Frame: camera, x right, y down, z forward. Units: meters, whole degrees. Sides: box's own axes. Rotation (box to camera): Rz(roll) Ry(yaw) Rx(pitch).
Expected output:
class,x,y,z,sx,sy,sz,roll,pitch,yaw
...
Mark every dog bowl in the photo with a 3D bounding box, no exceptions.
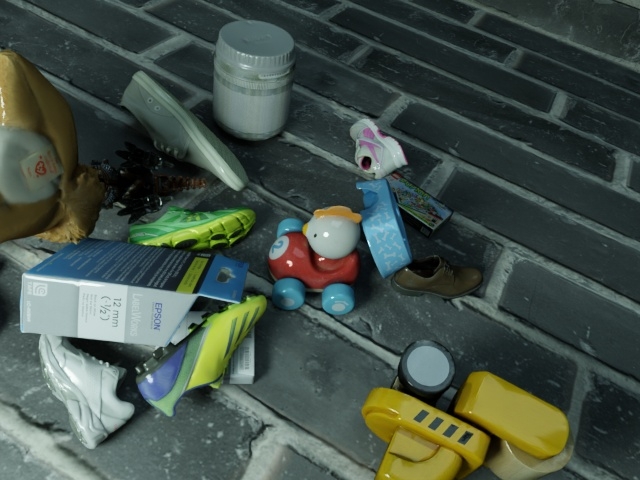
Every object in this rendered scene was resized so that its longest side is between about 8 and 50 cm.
class,x,y,z,sx,sy,sz,roll,pitch,yaw
dog bowl,0.149,-0.040,1.187,0.074,0.166,0.297,-19,30,13

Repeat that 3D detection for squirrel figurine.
class,x,y,z,sx,sy,sz,roll,pitch,yaw
squirrel figurine,-0.599,-0.131,0.886,0.370,0.397,0.281,10,76,19

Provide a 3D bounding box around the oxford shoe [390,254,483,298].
class,x,y,z,sx,sy,sz,roll,pitch,yaw
oxford shoe,0.286,0.081,1.193,0.227,0.096,0.083,0,47,-16

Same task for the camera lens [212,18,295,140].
class,x,y,z,sx,sy,sz,roll,pitch,yaw
camera lens,-0.187,-0.435,1.422,0.219,0.274,0.219,7,48,-8

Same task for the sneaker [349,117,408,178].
class,x,y,z,sx,sy,sz,roll,pitch,yaw
sneaker,0.139,-0.261,1.459,0.111,0.103,0.252,-37,40,-1

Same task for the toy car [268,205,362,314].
class,x,y,z,sx,sy,sz,roll,pitch,yaw
toy car,0.000,0.000,1.099,0.210,0.238,0.219,7,47,-7

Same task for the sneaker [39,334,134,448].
class,x,y,z,sx,sy,sz,roll,pitch,yaw
sneaker,-0.407,0.242,0.897,0.115,0.090,0.232,-25,67,-39

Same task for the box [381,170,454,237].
class,x,y,z,sx,sy,sz,roll,pitch,yaw
box,0.245,-0.101,1.387,0.207,0.036,0.114,37,50,20

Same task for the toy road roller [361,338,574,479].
class,x,y,z,sx,sy,sz,roll,pitch,yaw
toy road roller,0.226,0.351,0.871,0.329,0.202,0.241,24,59,15

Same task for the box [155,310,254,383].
class,x,y,z,sx,sy,sz,roll,pitch,yaw
box,-0.223,0.206,0.995,0.186,0.038,0.145,3,49,-12

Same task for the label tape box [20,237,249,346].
class,x,y,z,sx,sy,sz,roll,pitch,yaw
label tape box,-0.318,0.093,0.950,0.347,0.115,0.249,10,13,-7

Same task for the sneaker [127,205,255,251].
class,x,y,z,sx,sy,sz,roll,pitch,yaw
sneaker,-0.286,-0.036,1.150,0.295,0.109,0.123,-15,58,-25

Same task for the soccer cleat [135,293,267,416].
class,x,y,z,sx,sy,sz,roll,pitch,yaw
soccer cleat,-0.199,0.202,0.939,0.289,0.093,0.121,-36,96,-39

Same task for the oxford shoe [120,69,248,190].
class,x,y,z,sx,sy,sz,roll,pitch,yaw
oxford shoe,-0.360,-0.266,1.340,0.449,0.169,0.130,43,94,14

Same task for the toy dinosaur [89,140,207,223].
class,x,y,z,sx,sy,sz,roll,pitch,yaw
toy dinosaur,-0.430,-0.139,1.176,0.322,0.164,0.218,-28,16,-25
